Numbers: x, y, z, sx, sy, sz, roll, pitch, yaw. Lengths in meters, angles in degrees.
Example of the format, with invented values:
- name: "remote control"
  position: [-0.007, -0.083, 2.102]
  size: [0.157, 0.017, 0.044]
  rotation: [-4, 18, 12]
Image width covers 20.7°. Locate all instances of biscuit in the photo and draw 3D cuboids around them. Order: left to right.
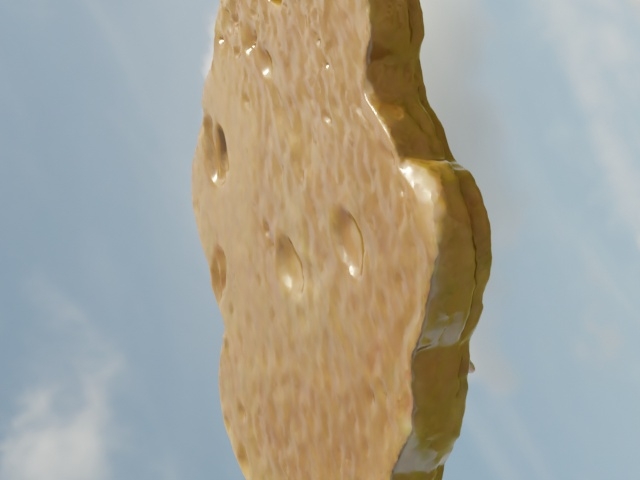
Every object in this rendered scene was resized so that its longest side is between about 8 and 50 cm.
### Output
- name: "biscuit"
  position: [0.004, -0.001, 0.906]
  size: [0.269, 0.051, 0.376]
  rotation: [52, 145, 44]

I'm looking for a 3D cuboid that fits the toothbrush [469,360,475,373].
- name: "toothbrush"
  position: [0.056, 0.040, 1.267]
  size: [0.162, 0.017, 0.014]
  rotation: [49, -159, 24]
